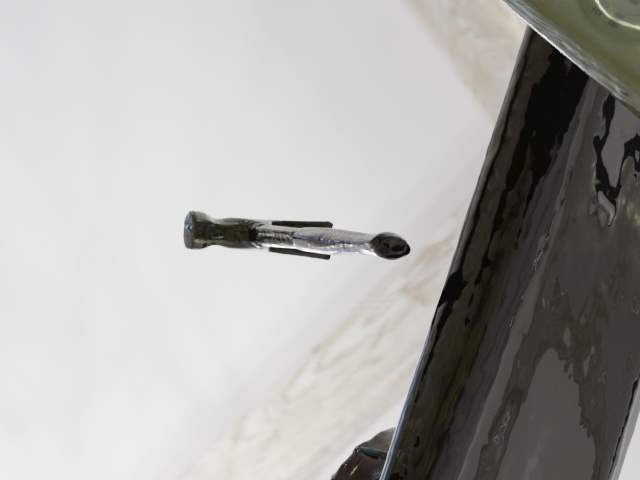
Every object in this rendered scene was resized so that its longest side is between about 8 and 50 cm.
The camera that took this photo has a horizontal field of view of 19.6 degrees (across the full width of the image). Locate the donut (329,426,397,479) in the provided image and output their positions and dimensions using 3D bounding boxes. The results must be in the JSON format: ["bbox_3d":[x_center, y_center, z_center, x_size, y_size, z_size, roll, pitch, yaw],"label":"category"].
[{"bbox_3d":[0.082,0.278,1.596,0.089,0.235,0.235,4,-74,42],"label":"donut"}]

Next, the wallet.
[{"bbox_3d":[0.169,0.013,1.237,0.062,0.228,0.406,14,-98,41],"label":"wallet"}]

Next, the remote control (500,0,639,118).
[{"bbox_3d":[0.141,-0.139,0.983,0.309,0.090,0.038,41,-24,2],"label":"remote control"}]

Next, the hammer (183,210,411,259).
[{"bbox_3d":[0.000,0.000,1.247,0.246,0.103,0.029,5,-90,63],"label":"hammer"}]
